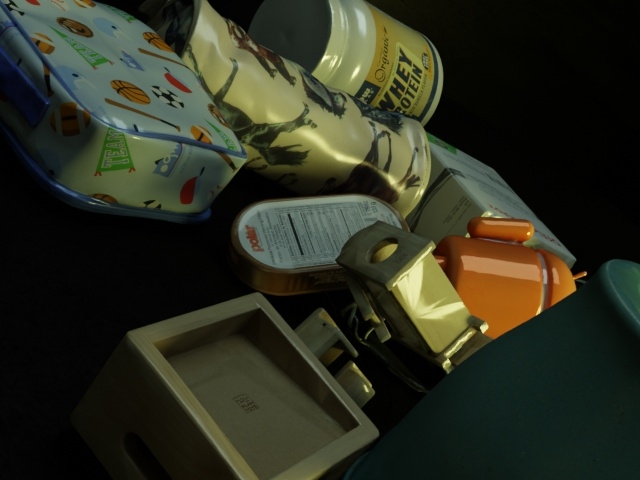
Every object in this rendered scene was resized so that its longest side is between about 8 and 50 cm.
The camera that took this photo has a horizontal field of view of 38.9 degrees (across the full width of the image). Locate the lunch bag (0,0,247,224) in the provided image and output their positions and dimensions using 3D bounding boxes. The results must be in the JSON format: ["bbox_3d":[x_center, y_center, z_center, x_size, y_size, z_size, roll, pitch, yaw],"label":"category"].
[{"bbox_3d":[-0.231,-0.146,0.892,0.303,0.115,0.243,47,23,27],"label":"lunch bag"}]

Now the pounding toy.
[{"bbox_3d":[-0.064,0.143,0.522,0.181,0.094,0.206,48,30,18],"label":"pounding toy"}]

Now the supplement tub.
[{"bbox_3d":[0.044,-0.305,1.584,0.316,0.228,0.228,13,29,-49],"label":"supplement tub"}]

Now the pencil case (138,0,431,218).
[{"bbox_3d":[-0.052,-0.165,1.169,0.410,0.160,0.183,25,38,-30],"label":"pencil case"}]

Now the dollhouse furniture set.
[{"bbox_3d":[0.061,0.106,0.834,0.182,0.161,0.101,55,-14,-27],"label":"dollhouse furniture set"}]

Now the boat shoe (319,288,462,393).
[{"bbox_3d":[0.060,0.070,0.929,0.219,0.078,0.070,42,18,12],"label":"boat shoe"}]

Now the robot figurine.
[{"bbox_3d":[0.203,0.066,1.068,0.219,0.128,0.158,8,50,-8],"label":"robot figurine"}]

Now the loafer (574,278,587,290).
[{"bbox_3d":[0.414,0.132,1.386,0.087,0.094,0.251,31,19,-28],"label":"loafer"}]

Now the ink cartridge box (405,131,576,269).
[{"bbox_3d":[0.236,-0.038,1.439,0.211,0.121,0.289,24,22,-31],"label":"ink cartridge box"}]

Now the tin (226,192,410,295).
[{"bbox_3d":[0.000,0.000,0.914,0.190,0.040,0.106,-6,45,-17],"label":"tin"}]

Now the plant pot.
[{"bbox_3d":[0.190,0.164,0.613,0.272,0.255,0.271,29,24,-14],"label":"plant pot"}]
